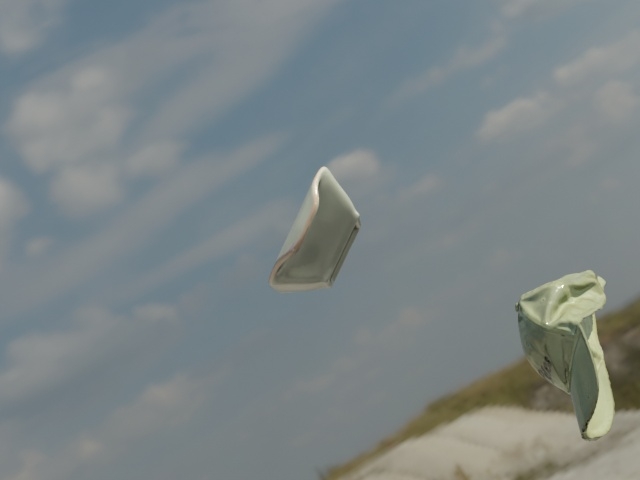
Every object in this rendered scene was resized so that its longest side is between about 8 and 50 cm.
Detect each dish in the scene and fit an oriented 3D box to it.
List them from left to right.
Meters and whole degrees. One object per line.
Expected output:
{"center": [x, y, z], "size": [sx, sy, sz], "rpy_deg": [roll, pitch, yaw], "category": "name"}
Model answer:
{"center": [0.000, 0.000, 1.779], "size": [0.154, 0.064, 0.234], "rpy_deg": [-64, -6, -3], "category": "dish"}

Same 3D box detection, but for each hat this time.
{"center": [0.228, 0.102, 1.349], "size": [0.081, 0.166, 0.122], "rpy_deg": [-16, -26, 16], "category": "hat"}
